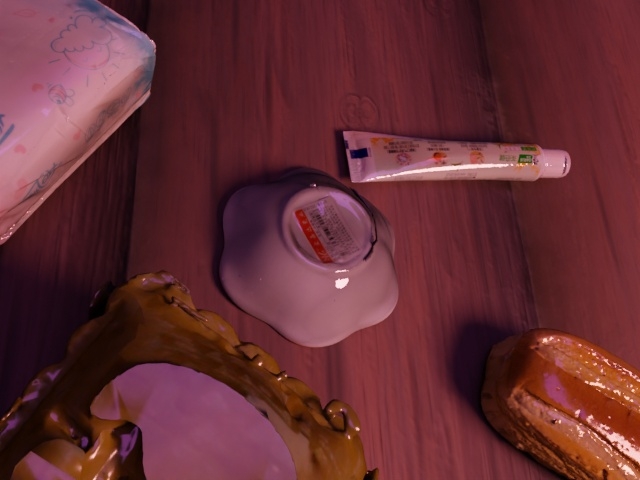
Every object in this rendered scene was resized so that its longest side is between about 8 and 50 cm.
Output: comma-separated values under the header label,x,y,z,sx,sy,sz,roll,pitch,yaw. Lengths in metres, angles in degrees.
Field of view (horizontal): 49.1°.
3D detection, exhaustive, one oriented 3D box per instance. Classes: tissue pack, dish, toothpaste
label,x,y,z,sx,sy,sz,roll,pitch,yaw
tissue pack,-0.327,-0.153,0.727,0.201,0.124,0.271,32,59,2
dish,0.000,0.000,0.786,0.229,0.081,0.229,8,63,-15
toothpaste,0.185,-0.106,0.924,0.314,0.058,0.056,0,108,-15

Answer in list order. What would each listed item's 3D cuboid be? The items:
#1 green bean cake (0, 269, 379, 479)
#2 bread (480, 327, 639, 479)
label,x,y,z,sx,sy,sz,roll,pitch,yaw
green bean cake,-0.124,0.202,0.570,0.310,0.202,0.285,34,60,0
bread,0.297,0.194,0.777,0.236,0.106,0.140,31,60,-1
